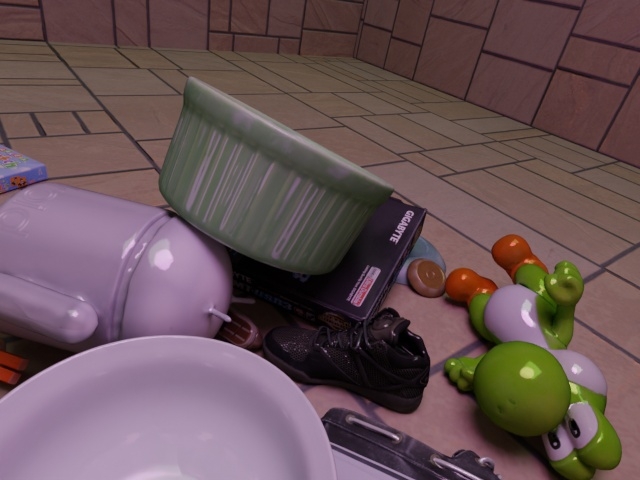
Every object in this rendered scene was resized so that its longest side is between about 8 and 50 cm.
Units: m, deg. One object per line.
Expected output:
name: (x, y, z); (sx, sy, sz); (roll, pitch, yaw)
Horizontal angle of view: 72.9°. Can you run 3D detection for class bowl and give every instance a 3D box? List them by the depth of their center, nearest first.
bowl: (-0.142, 0.231, 0.360); (0.298, 0.134, 0.297); (9, 32, -6)

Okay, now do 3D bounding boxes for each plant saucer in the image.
plant saucer: (0.204, 0.067, 0.811); (0.084, 0.015, 0.083); (10, 56, -15)
plant saucer: (0.167, 0.018, 0.889); (0.195, 0.037, 0.195); (8, 31, -5)

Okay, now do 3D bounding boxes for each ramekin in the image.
ramekin: (-0.067, -0.081, 0.599); (0.304, 0.148, 0.303); (27, 12, -6)

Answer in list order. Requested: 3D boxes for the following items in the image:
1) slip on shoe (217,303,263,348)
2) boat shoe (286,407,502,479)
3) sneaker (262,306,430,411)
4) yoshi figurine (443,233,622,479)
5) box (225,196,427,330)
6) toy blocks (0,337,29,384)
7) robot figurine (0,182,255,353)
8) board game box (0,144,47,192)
slip on shoe: (-0.134, 0.117, 0.636); (0.135, 0.051, 0.041); (22, -13, 37)
boat shoe: (0.131, 0.255, 0.419); (0.336, 0.121, 0.119); (20, 37, 18)
sneaker: (0.037, 0.135, 0.576); (0.228, 0.130, 0.087); (16, 30, 11)
yoshi figurine: (0.276, 0.134, 0.615); (0.203, 0.203, 0.362); (-5, 34, 4)
box: (0.000, 0.000, 0.764); (0.294, 0.073, 0.295); (21, 48, 20)
toy blocks: (-0.381, 0.160, 0.471); (0.148, 0.054, 0.123); (17, 33, 9)
robot figurine: (-0.266, 0.045, 0.551); (0.354, 0.199, 0.300); (14, 16, 3)
board game box: (-0.690, -0.129, 0.848); (0.160, 0.039, 0.211); (22, 32, 18)
